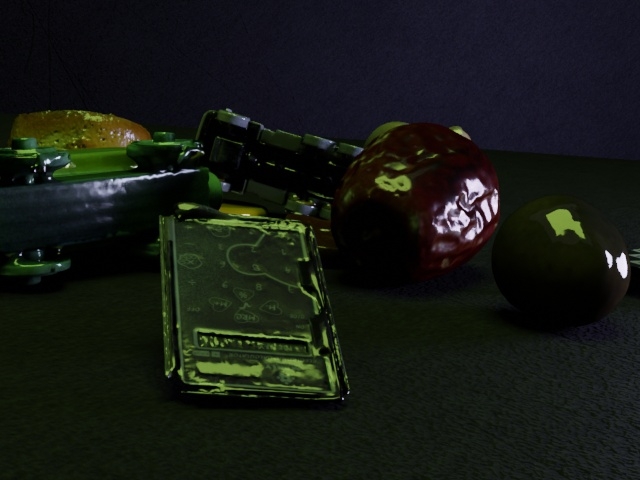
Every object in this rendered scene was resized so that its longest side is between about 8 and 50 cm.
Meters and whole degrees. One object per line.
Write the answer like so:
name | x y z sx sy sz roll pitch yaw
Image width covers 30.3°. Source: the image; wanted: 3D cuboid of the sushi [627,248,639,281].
sushi | 0.536 0.050 1.746 0.192 0.043 0.279 14 13 42

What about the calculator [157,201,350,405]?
calculator | -0.071 0.057 1.128 0.165 0.028 0.274 7 35 -15

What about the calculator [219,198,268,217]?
calculator | -0.195 -0.051 1.992 0.235 0.032 0.146 -1 11 -40

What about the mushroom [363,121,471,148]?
mushroom | 0.185 -0.140 2.189 0.209 0.206 0.206 -39 8 6

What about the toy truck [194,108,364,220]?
toy truck | -0.035 -0.117 2.050 0.367 0.146 0.175 18 4 4

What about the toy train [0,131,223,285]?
toy train | -0.338 -0.049 1.535 0.272 0.179 0.442 5 9 37

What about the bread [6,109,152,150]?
bread | -0.396 -0.130 1.966 0.268 0.146 0.268 6 -7 1

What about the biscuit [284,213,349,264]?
biscuit | 0.000 0.000 1.777 0.180 0.039 0.236 9 10 0

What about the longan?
longan | 0.296 0.026 1.453 0.167 0.167 0.187 2 31 -17

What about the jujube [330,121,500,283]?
jujube | 0.130 -0.051 1.666 0.223 0.223 0.318 9 20 21
